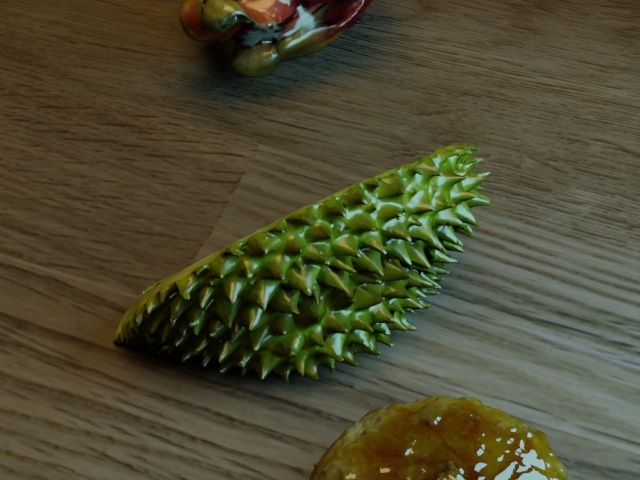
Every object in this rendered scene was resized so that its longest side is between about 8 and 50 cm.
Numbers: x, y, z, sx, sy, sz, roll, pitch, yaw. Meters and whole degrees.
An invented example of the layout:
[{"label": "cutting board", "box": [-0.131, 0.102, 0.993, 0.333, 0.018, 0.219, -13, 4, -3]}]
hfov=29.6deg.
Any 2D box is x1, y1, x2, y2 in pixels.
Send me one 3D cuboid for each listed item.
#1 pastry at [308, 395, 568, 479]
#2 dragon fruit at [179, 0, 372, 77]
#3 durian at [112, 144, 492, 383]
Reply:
[{"label": "pastry", "box": [0.088, 0.195, 0.849, 0.182, 0.093, 0.192, -8, 45, -15]}, {"label": "dragon fruit", "box": [-0.034, -0.310, 1.302, 0.307, 0.227, 0.243, -25, 49, -15]}, {"label": "durian", "box": [0.009, 0.001, 1.008, 0.355, 0.157, 0.169, -23, 34, -31]}]
